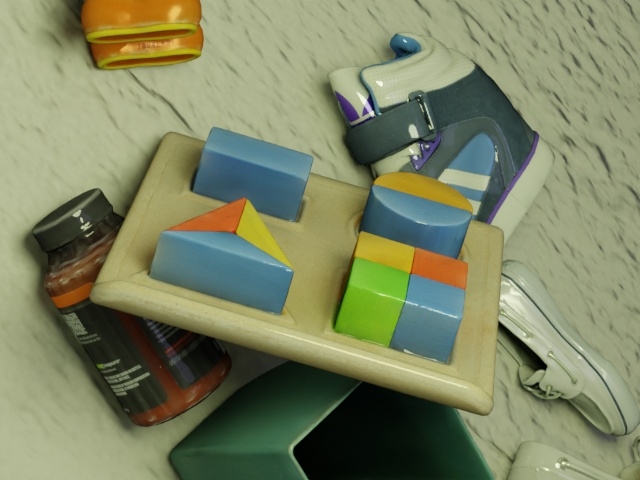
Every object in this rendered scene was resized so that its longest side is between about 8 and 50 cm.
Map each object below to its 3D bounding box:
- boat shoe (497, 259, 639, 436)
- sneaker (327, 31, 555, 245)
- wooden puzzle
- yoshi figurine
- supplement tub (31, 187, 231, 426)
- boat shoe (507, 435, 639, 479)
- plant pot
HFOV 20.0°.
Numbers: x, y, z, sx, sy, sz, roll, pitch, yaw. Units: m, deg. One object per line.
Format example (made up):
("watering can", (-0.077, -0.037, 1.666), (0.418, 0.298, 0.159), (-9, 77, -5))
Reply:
("boat shoe", (0.235, 0.127, 1.869), (0.076, 0.083, 0.226), (-42, 95, -22))
("sneaker", (0.067, -0.051, 1.751), (0.236, 0.130, 0.323), (41, 64, -12))
("wooden puzzle", (0.000, 0.000, 1.508), (0.322, 0.348, 0.080), (16, 114, -1))
("yoshi figurine", (-0.147, -0.346, 1.607), (0.203, 0.203, 0.362), (0, 79, -52))
("supplement tub", (-0.166, 0.055, 1.558), (0.106, 0.106, 0.198), (-40, 106, -34))
("boat shoe", (0.347, 0.281, 1.893), (0.367, 0.136, 0.156), (19, 68, -22))
("plant pot", (-0.010, 0.195, 1.564), (0.165, 0.234, 0.166), (-41, 111, -34))
